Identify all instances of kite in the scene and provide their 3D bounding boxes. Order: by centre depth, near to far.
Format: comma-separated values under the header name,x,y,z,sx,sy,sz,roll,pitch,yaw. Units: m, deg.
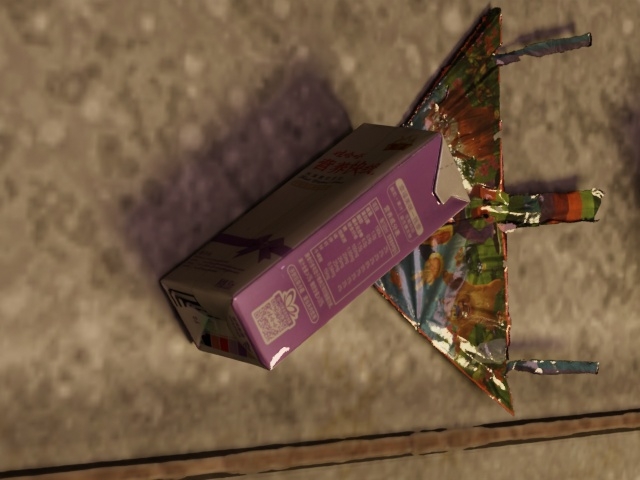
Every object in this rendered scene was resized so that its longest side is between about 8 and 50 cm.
name,x,y,z,sx,sy,sz,roll,pitch,yaw
kite,0.068,-0.010,0.743,0.160,0.010,0.182,-8,99,-38

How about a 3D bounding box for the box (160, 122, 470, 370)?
name,x,y,z,sx,sy,sz,roll,pitch,yaw
box,0.000,0.000,0.651,0.117,0.051,0.036,-38,119,-27
